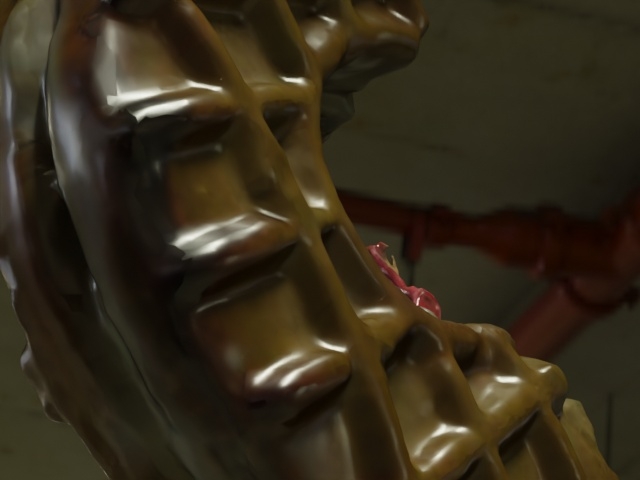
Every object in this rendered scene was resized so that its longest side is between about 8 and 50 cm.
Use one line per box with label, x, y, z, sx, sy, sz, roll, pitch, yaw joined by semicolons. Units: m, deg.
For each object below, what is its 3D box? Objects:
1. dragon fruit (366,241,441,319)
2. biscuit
dragon fruit;0.016;0.133;1.165;0.126;0.274;0.161;48;-31;-22
biscuit;-0.014;-0.006;0.786;0.115;0.366;0.268;-27;-7;36
